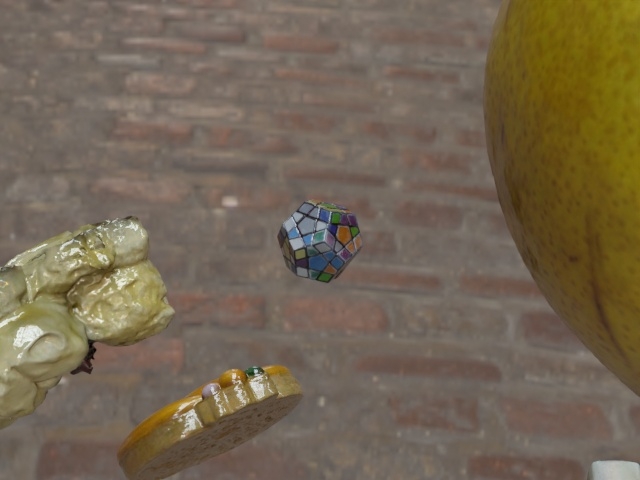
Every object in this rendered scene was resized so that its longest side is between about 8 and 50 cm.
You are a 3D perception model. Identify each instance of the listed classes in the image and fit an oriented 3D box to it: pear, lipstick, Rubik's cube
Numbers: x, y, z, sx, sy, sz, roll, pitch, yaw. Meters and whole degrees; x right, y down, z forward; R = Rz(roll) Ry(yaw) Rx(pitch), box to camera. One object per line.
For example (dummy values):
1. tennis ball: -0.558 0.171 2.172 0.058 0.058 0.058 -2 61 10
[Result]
1. pear: 0.152 -0.032 0.413 0.208 0.209 0.209 2 31 -1
2. lipstick: 0.418 0.422 1.803 0.077 0.079 0.253 1 38 4
3. Rubik's cube: 0.000 0.000 1.640 0.111 0.093 0.111 -9 62 17

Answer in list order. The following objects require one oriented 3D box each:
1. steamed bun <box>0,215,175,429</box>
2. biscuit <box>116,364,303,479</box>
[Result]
1. steamed bun: -0.206 0.064 0.930 0.177 0.106 0.192 -28 8 -34
2. biscuit: -0.095 0.147 1.120 0.170 0.170 0.050 -19 72 -32
